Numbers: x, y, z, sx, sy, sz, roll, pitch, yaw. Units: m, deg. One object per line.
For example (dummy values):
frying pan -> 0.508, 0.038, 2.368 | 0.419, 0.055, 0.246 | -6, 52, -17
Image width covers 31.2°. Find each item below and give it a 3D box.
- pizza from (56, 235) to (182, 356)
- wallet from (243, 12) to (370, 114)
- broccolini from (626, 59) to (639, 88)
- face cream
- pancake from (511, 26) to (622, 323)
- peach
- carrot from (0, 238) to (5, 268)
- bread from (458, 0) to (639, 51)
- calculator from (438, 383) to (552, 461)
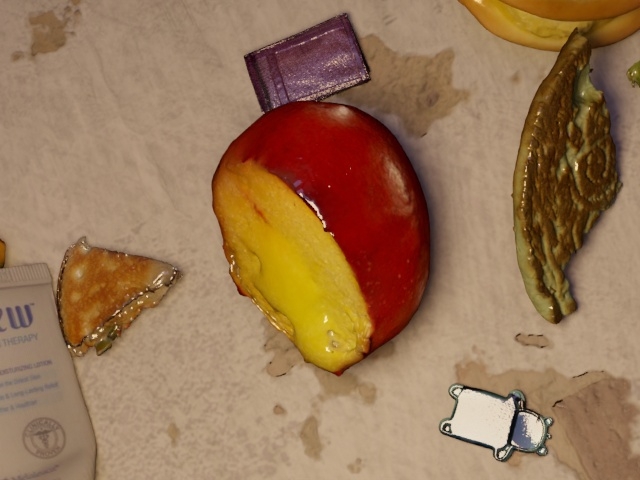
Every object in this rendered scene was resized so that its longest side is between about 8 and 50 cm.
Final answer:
pizza -> -0.282, 0.069, 1.621 | 0.195, 0.052, 0.185 | -14, 66, 15
wallet -> -0.020, -0.249, 1.647 | 0.166, 0.030, 0.111 | -22, 71, 7
broccolini -> 0.456, -0.052, 1.473 | 0.074, 0.079, 0.392 | -20, 64, 19
face cream -> -0.425, 0.237, 1.554 | 0.235, 0.137, 0.420 | -11, 71, -32
pancake -> 0.310, -0.083, 1.458 | 0.054, 0.197, 0.376 | 13, 93, 52
peach -> 0.000, 0.000, 1.460 | 0.281, 0.281, 0.338 | -3, 75, 13
carrot -> -0.566, 0.108, 1.652 | 0.114, 0.114, 0.302 | 29, 85, 19
bread -> 0.318, -0.374, 1.469 | 0.316, 0.270, 0.211 | 3, 38, -8
calculator -> 0.225, 0.232, 1.468 | 0.141, 0.019, 0.094 | 14, 80, 16
